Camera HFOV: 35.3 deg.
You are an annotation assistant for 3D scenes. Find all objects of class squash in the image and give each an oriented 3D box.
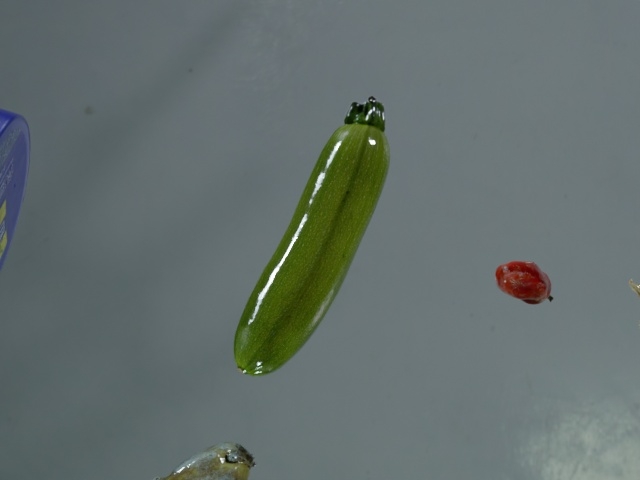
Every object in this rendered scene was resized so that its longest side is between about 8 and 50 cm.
[{"bbox_3d":[0.000,0.000,0.850,0.069,0.069,0.258,25,79,6],"label":"squash"}]

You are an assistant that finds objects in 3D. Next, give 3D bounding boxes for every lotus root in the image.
[{"bbox_3d":[-0.174,0.352,1.483,0.165,0.088,0.088,-23,103,-11],"label":"lotus root"}]

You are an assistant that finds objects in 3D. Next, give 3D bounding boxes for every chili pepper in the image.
[{"bbox_3d":[0.271,0.055,1.342,0.059,0.191,0.050,-21,67,23],"label":"chili pepper"}]

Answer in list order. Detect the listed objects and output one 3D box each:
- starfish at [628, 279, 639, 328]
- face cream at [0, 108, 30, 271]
[{"bbox_3d":[0.328,0.064,0.983,0.016,0.086,0.092,1,84,-9],"label":"starfish"},{"bbox_3d":[-0.351,-0.032,0.927,0.111,0.206,0.206,16,112,-3],"label":"face cream"}]
